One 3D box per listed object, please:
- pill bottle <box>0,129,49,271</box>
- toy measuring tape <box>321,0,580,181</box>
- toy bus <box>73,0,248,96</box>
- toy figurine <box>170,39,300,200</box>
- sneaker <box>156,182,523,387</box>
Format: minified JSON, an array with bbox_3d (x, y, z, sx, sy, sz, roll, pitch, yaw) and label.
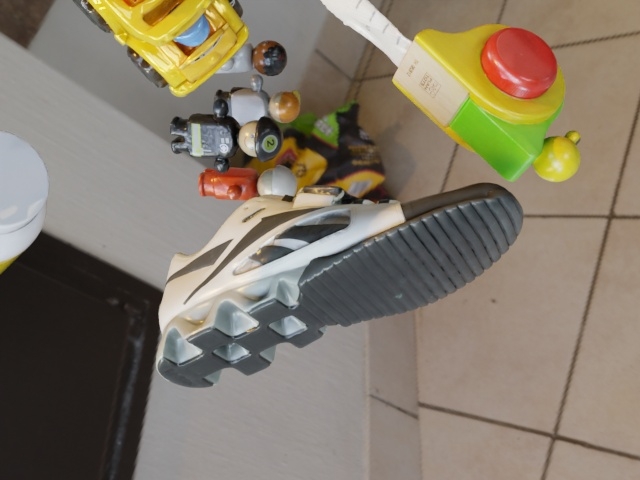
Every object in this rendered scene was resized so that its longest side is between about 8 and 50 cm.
[{"bbox_3d":[-0.525,-0.038,1.156,0.334,0.188,0.187,-27,45,51],"label":"pill bottle"},{"bbox_3d":[0.120,-0.182,0.721,0.330,0.121,0.121,45,103,9],"label":"toy measuring tape"},{"bbox_3d":[-0.182,-0.280,0.865,0.149,0.220,0.211,-44,15,-4],"label":"toy bus"},{"bbox_3d":[-0.104,-0.169,1.102,0.148,0.213,0.209,3,65,11],"label":"toy figurine"},{"bbox_3d":[0.000,0.000,0.663,0.331,0.122,0.146,-21,52,13],"label":"sneaker"}]
